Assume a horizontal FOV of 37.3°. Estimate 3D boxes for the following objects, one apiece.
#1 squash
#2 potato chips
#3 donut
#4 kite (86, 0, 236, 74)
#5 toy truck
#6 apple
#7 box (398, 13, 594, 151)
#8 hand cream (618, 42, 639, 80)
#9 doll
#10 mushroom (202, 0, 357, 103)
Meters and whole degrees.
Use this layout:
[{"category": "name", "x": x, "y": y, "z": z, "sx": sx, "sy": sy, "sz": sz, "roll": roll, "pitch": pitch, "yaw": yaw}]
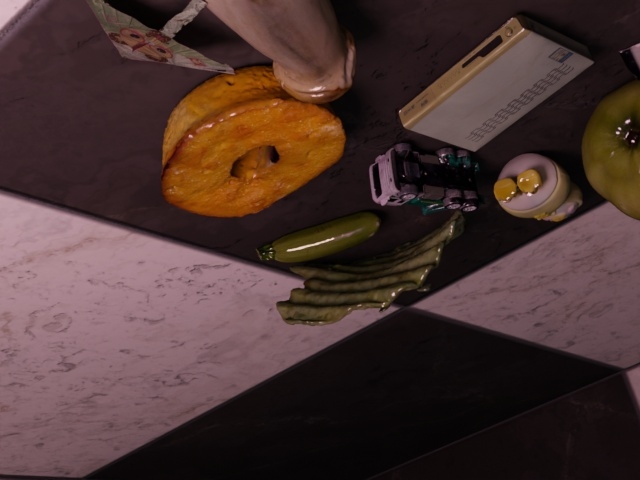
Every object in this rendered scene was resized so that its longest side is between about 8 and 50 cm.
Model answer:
[{"category": "squash", "x": 0.000, "y": 0.000, "z": 1.874, "sx": 0.252, "sy": 0.066, "sz": 0.066, "roll": -16, "pitch": 153, "yaw": 7}, {"category": "potato chips", "x": 0.115, "y": 0.045, "z": 1.860, "sx": 0.389, "sy": 0.097, "sz": 0.373, "roll": -21, "pitch": -170, "yaw": 18}, {"category": "donut", "x": -0.114, "y": -0.155, "z": 1.473, "sx": 0.302, "sy": 0.110, "sz": 0.303, "roll": -14, "pitch": 153, "yaw": -7}, {"category": "kite", "x": -0.199, "y": -0.266, "z": 1.219, "sx": 0.229, "sy": 0.012, "sz": 0.250, "roll": 21, "pitch": 164, "yaw": -30}, {"category": "toy truck", "x": 0.189, "y": -0.101, "z": 1.730, "sx": 0.215, "sy": 0.110, "sz": 0.116, "roll": 4, "pitch": 159, "yaw": -33}, {"category": "apple", "x": 0.583, "y": -0.155, "z": 1.640, "sx": 0.279, "sy": 0.279, "sz": 0.279, "roll": -11, "pitch": 153, "yaw": -6}, {"category": "box", "x": 0.286, "y": -0.251, "z": 1.551, "sx": 0.210, "sy": 0.045, "sz": 0.270, "roll": 10, "pitch": 144, "yaw": -39}, {"category": "hand cream", "x": 0.669, "y": -0.342, "z": 1.557, "sx": 0.335, "sy": 0.076, "sz": 0.121, "roll": -19, "pitch": 148, "yaw": 23}, {"category": "doll", "x": 0.439, "y": -0.087, "z": 1.861, "sx": 0.141, "sy": 0.117, "sz": 0.296, "roll": -27, "pitch": 151, "yaw": 29}, {"category": "mushroom", "x": -0.075, "y": -0.314, "z": 1.163, "sx": 0.154, "sy": 0.138, "sz": 0.407, "roll": -30, "pitch": 145, "yaw": 4}]
